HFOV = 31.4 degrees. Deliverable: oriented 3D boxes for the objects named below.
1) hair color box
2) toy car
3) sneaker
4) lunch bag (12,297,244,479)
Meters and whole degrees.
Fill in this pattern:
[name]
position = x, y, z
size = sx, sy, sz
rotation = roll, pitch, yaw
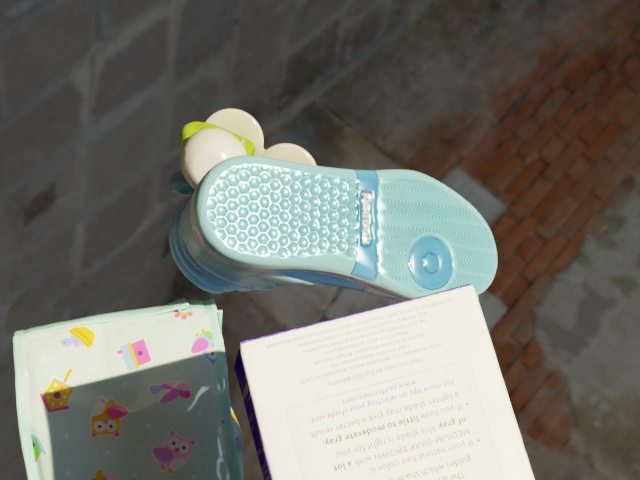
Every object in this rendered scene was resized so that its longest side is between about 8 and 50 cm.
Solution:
[hair color box]
position = 0.067, 0.221, 0.833
size = 0.185, 0.339, 0.110
rotation = -13, 165, -10
[toy car]
position = -0.094, -0.058, 1.305
size = 0.136, 0.182, 0.159
rotation = -56, -174, 20
[sneaker]
position = 0.000, 0.000, 1.133
size = 0.208, 0.319, 0.127
rotation = -21, -122, 63
[lunch bag]
position = -0.194, 0.199, 1.180
size = 0.223, 0.262, 0.160
rotation = -8, 180, -6
